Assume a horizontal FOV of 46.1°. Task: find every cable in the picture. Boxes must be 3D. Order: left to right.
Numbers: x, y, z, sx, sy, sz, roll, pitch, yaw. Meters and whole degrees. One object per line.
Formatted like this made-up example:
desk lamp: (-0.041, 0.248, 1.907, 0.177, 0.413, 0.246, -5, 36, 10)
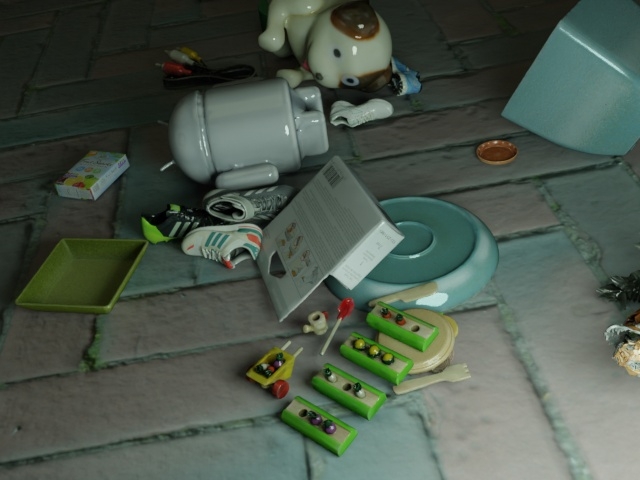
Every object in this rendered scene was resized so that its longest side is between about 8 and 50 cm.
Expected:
cable: (-0.313, -0.454, 2.000, 0.287, 0.072, 0.139, 15, 49, 28)

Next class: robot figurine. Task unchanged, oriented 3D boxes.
robot figurine: (-0.164, -0.225, 1.568, 0.353, 0.200, 0.300, -8, 52, 1)

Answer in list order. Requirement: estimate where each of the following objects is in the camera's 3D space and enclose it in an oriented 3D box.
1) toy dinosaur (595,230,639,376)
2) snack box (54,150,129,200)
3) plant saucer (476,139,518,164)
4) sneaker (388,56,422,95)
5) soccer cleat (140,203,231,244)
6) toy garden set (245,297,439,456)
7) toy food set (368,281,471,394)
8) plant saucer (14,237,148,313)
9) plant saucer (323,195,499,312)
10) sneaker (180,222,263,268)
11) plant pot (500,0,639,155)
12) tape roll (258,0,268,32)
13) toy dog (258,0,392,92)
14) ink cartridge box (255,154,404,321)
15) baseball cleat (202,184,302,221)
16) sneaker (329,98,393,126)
toy dinosaur: (0.519, 0.110, 1.065, 0.322, 0.164, 0.218, 11, 39, -40)
snack box: (-0.508, -0.147, 1.676, 0.100, 0.037, 0.141, 9, 41, 22)
plant saucer: (0.363, -0.179, 1.545, 0.083, 0.013, 0.083, -6, 38, 5)
sneaker: (0.204, -0.397, 1.839, 0.073, 0.063, 0.162, 2, 38, -15)
soccer cleat: (-0.260, -0.040, 1.455, 0.179, 0.072, 0.060, -11, 38, -1)
toy garden set: (0.022, 0.169, 1.116, 0.204, 0.049, 0.244, 23, 56, 36)
toy food set: (0.149, 0.156, 1.151, 0.132, 0.038, 0.192, -16, 43, 4)
plant saucer: (-0.426, 0.071, 1.373, 0.188, 0.045, 0.188, 1, 39, 14)
plant saucer: (0.153, 0.011, 1.326, 0.317, 0.043, 0.317, -6, 38, 5)
sneaker: (-0.185, 0.016, 1.382, 0.161, 0.057, 0.075, -7, 51, 12)
plant pot: (0.560, -0.315, 1.490, 0.252, 0.248, 0.247, 38, 53, 11)
tape roll: (-0.022, -0.686, 2.230, 0.321, 0.077, 0.321, -7, 37, 5)
toy dog: (0.036, -0.516, 1.858, 0.395, 0.284, 0.408, -17, 44, -7)
ink cartridge box: (0.000, 0.000, 1.307, 0.239, 0.060, 0.275, -46, 31, 11)
baseball cleat: (-0.117, -0.061, 1.422, 0.206, 0.072, 0.109, -5, 18, -12)
sneaker: (0.092, -0.285, 1.718, 0.152, 0.053, 0.061, -1, 47, 21)
